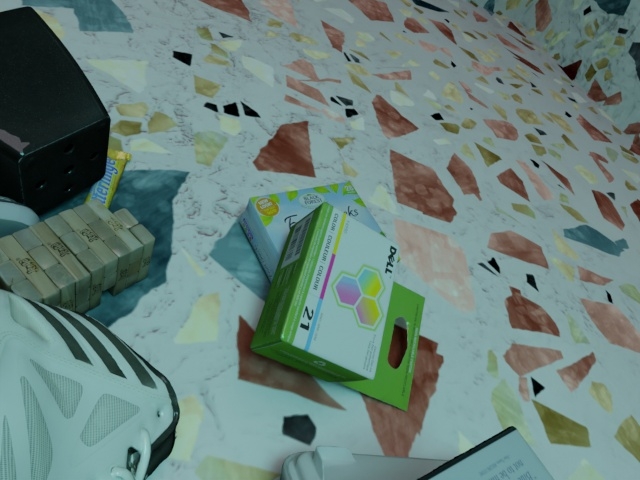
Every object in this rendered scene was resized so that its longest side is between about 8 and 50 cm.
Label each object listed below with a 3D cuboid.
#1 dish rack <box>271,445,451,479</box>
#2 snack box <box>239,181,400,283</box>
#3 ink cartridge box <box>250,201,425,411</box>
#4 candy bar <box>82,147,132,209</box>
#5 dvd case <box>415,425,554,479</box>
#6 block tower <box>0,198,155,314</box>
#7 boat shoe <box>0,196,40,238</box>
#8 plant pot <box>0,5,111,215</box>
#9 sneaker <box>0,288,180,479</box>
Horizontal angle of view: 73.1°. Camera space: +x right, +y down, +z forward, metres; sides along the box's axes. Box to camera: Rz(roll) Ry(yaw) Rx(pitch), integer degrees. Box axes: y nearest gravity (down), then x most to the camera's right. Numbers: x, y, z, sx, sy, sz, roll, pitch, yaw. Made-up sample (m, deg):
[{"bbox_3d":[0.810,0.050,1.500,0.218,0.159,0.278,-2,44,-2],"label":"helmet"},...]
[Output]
[{"bbox_3d":[0.126,0.287,0.405,0.332,0.073,0.285,12,4,-18],"label":"dish rack"},{"bbox_3d":[0.000,0.000,0.702,0.206,0.070,0.175,-13,62,-36],"label":"snack box"},{"bbox_3d":[0.062,0.096,0.577,0.255,0.097,0.189,28,60,-20],"label":"ink cartridge box"},{"bbox_3d":[-0.319,-0.079,0.637,0.040,0.018,0.162,13,48,-18],"label":"candy bar"},{"bbox_3d":[0.158,0.271,0.283,0.180,0.022,0.253,-6,48,-34],"label":"dvd case"},{"bbox_3d":[-0.344,0.071,0.448,0.091,0.097,0.335,42,44,10],"label":"block tower"},{"bbox_3d":[-0.473,-0.041,0.458,0.305,0.113,0.105,-3,64,-16],"label":"boat shoe"},{"bbox_3d":[-0.380,-0.141,0.543,0.167,0.187,0.188,40,47,1],"label":"plant pot"},{"bbox_3d":[-0.176,0.218,0.297,0.257,0.169,0.448,20,35,-56],"label":"sneaker"}]
